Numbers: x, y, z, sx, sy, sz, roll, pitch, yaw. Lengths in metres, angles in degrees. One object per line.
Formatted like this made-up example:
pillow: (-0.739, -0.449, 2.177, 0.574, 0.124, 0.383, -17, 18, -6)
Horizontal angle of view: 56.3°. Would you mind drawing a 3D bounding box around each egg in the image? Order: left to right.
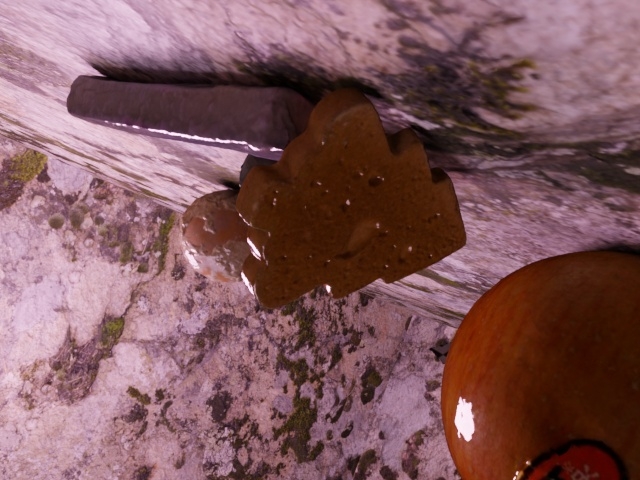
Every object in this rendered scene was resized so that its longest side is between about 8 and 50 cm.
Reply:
egg: (-0.191, -0.005, 1.279, 0.204, 0.203, 0.245, 17, 177, 35)

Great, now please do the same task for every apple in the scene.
apple: (0.338, 0.184, 0.653, 0.401, 0.333, 0.400, 24, -168, -6)

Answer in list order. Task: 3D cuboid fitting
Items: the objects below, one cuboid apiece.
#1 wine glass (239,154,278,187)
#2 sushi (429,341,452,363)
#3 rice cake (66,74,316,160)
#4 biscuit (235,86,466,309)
wine glass: (0.004, -0.058, 0.661, 0.093, 0.092, 0.202, 27, 173, -42)
sushi: (0.406, 0.204, 0.973, 0.320, 0.068, 0.339, -11, -150, -23)
rice cake: (-0.151, -0.136, 0.634, 0.399, 0.064, 0.070, 16, -178, 40)
biscuit: (0.037, -0.023, 0.539, 0.239, 0.212, 0.041, 10, -152, -32)
